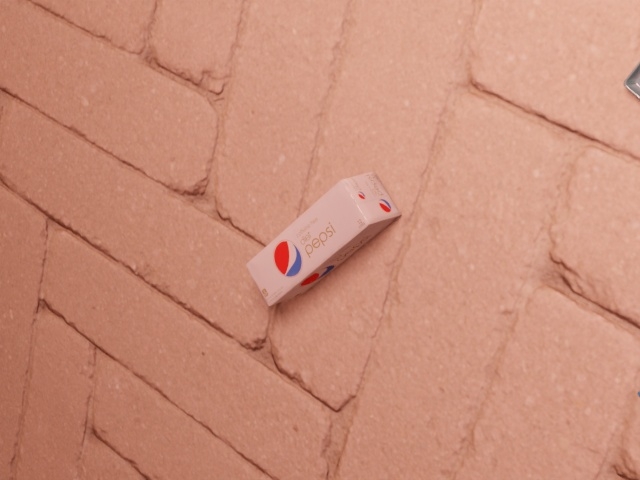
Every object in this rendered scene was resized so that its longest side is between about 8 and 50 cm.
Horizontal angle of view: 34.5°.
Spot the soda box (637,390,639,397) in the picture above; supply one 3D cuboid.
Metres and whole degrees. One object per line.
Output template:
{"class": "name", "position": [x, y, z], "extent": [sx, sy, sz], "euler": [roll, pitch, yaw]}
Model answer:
{"class": "soda box", "position": [0.407, 0.134, 0.989], "extent": [0.071, 0.067, 0.210], "euler": [60, 148, 12]}

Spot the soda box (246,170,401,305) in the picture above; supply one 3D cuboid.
{"class": "soda box", "position": [0.000, 0.000, 1.329], "extent": [0.216, 0.074, 0.069], "euler": [-41, 75, 38]}

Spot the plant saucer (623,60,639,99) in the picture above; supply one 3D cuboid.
{"class": "plant saucer", "position": [0.389, -0.119, 1.013], "extent": [0.192, 0.018, 0.067], "euler": [47, 126, 20]}
